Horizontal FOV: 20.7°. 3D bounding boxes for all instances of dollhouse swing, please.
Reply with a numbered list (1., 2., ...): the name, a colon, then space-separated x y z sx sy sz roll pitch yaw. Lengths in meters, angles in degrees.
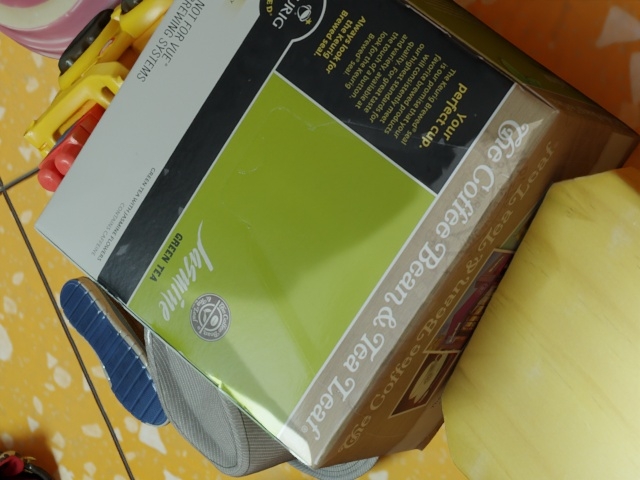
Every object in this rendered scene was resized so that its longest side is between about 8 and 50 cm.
1. dollhouse swing: 0.321 0.135 1.310 0.305 0.315 0.347 58 136 42

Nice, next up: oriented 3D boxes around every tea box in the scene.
1. tea box: 0.014 -0.046 1.402 0.323 0.220 0.329 40 105 23

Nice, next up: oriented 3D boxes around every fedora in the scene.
1. fedora: -0.073 0.121 1.626 0.244 0.124 0.275 -24 89 57

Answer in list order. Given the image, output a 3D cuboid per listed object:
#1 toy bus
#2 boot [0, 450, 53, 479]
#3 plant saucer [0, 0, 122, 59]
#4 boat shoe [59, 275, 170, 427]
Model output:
1. toy bus: -0.163 -0.125 1.562 0.149 0.211 0.220 44 130 -12
2. boot: -0.446 0.244 1.988 0.284 0.138 0.377 3 111 39
3. plant saucer: -0.273 -0.332 1.685 0.332 0.084 0.332 14 114 35
4. boat shoe: -0.188 0.106 1.780 0.183 0.066 0.066 55 128 17
